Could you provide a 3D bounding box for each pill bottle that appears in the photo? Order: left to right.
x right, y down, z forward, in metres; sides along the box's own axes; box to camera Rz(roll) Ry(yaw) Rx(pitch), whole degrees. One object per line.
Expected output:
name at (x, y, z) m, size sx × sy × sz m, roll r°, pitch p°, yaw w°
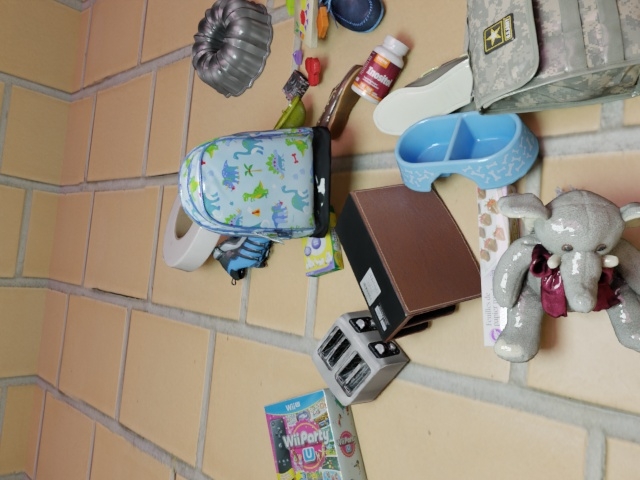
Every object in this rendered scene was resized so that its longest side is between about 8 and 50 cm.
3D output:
pill bottle at (0.149, -0.420, 1.220) m, size 0.086 × 0.086 × 0.152 m, roll 47°, pitch 115°, yaw 35°

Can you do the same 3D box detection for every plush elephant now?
plush elephant at (0.410, 0.030, 0.791) m, size 0.272 × 0.255 × 0.329 m, roll -2°, pitch 75°, yaw 23°

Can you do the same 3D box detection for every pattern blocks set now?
pattern blocks set at (-0.038, -0.623, 1.349) m, size 0.324 × 0.026 × 0.285 m, roll 100°, pitch 151°, yaw -48°

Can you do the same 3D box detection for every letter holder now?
letter holder at (0.194, 0.037, 1.094) m, size 0.152 × 0.215 × 0.301 m, roll 112°, pitch 141°, yaw -56°

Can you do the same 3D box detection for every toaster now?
toaster at (0.084, 0.279, 1.167) m, size 0.185 × 0.110 × 0.168 m, roll -55°, pitch 52°, yaw 22°

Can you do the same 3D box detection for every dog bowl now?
dog bowl at (0.286, -0.190, 1.027) m, size 0.297 × 0.074 × 0.165 m, roll 2°, pitch 60°, yaw 40°

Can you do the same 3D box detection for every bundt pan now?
bundt pan at (-0.312, -0.654, 1.642) m, size 0.331 × 0.124 × 0.330 m, roll -8°, pitch 78°, yaw 41°

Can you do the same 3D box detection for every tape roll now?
tape roll at (-0.397, -0.088, 1.595) m, size 0.392 × 0.072 × 0.391 m, roll -34°, pitch 46°, yaw 44°

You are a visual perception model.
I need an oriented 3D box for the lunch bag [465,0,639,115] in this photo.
lunch bag at (0.406, -0.365, 0.887) m, size 0.287 × 0.169 × 0.235 m, roll -6°, pitch 79°, yaw 22°

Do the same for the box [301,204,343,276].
box at (0.000, 0.000, 1.326) m, size 0.105 × 0.043 × 0.179 m, roll -20°, pitch 69°, yaw 38°

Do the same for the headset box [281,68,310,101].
headset box at (-0.074, -0.449, 1.460) m, size 0.083 × 0.032 × 0.062 m, roll -50°, pitch 55°, yaw 23°

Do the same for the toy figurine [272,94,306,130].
toy figurine at (-0.083, -0.193, 1.383) m, size 0.362 × 0.217 × 0.191 m, roll -58°, pitch 3°, yaw -16°

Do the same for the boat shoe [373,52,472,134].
boat shoe at (0.255, -0.326, 1.110) m, size 0.305 × 0.091 × 0.109 m, roll -18°, pitch 113°, yaw 43°

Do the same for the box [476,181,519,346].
box at (0.358, 0.047, 0.984) m, size 0.063 × 0.067 × 0.323 m, roll -7°, pitch 79°, yaw 41°

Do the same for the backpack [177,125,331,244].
backpack at (-0.152, -0.132, 1.162) m, size 0.273 × 0.356 × 0.289 m, roll -115°, pitch 27°, yaw -80°

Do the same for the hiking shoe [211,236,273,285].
hiking shoe at (-0.179, 0.010, 1.464) m, size 0.304 × 0.113 × 0.132 m, roll -32°, pitch 92°, yaw 30°

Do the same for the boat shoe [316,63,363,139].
boat shoe at (0.051, -0.372, 1.310) m, size 0.073 × 0.073 × 0.206 m, roll 44°, pitch 113°, yaw 34°

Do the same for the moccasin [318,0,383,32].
moccasin at (0.032, -0.670, 1.338) m, size 0.137 × 0.117 × 0.342 m, roll -55°, pitch 53°, yaw 22°

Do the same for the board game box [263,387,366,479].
board game box at (-0.010, 0.537, 1.226) m, size 0.224 × 0.098 × 0.303 m, roll -28°, pitch 65°, yaw 36°
